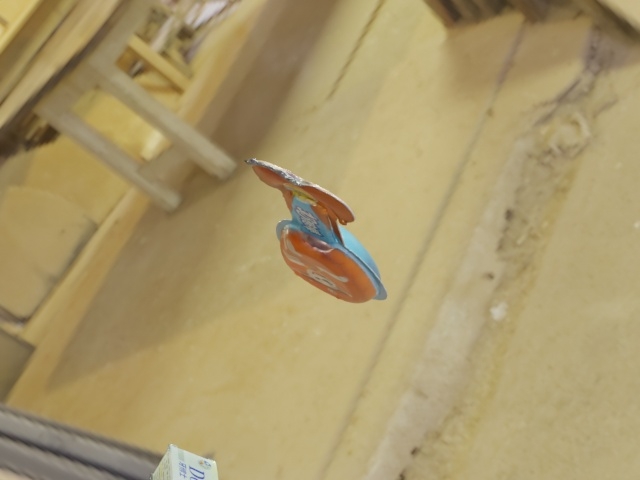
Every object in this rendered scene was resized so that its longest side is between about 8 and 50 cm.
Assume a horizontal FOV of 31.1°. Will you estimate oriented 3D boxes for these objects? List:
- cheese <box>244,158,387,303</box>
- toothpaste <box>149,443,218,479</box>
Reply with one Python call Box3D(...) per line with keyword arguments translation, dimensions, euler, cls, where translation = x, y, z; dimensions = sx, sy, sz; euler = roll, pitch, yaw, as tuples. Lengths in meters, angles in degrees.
Box3D(translation=(0.000, 0.000, 0.908), dimensions=(0.037, 0.106, 0.256), euler=(-61, -17, -13), cls="cheese")
Box3D(translation=(-0.099, 0.215, 0.854), dimensions=(0.034, 0.046, 0.164), euler=(-59, 20, 16), cls="toothpaste")
